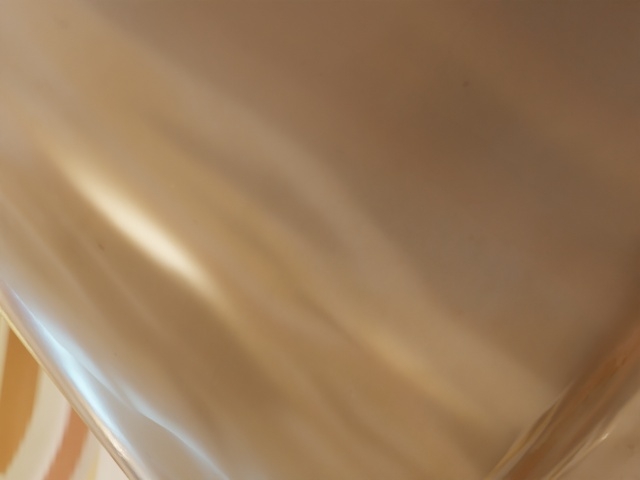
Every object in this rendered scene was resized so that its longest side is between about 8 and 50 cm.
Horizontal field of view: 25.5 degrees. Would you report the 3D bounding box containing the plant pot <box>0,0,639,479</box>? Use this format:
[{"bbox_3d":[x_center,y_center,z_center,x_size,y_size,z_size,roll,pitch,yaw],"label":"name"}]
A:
[{"bbox_3d":[0.015,-0.028,0.484,0.280,0.323,0.323,39,177,-2],"label":"plant pot"}]
